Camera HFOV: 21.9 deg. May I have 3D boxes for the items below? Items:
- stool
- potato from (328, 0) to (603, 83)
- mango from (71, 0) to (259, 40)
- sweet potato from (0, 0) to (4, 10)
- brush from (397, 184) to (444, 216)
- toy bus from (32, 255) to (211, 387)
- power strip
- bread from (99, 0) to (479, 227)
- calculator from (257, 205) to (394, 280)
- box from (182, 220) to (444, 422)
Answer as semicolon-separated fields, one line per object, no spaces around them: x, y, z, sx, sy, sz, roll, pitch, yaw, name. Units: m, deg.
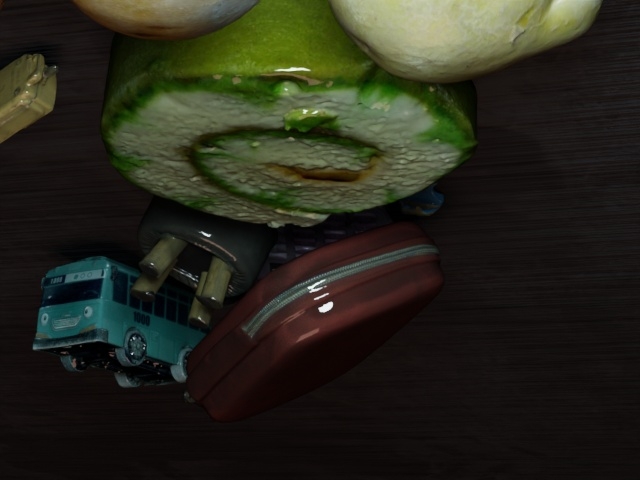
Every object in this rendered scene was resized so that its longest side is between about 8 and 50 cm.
-0.132;0.026;1.958;0.153;0.139;0.228;6;149;34;stool
0.119;-0.205;1.348;0.235;0.160;0.178;-5;-160;-14;potato
-0.105;-0.265;1.145;0.221;0.199;0.384;-33;173;-8;mango
-0.281;-0.271;1.382;0.072;0.066;0.314;1;157;-8;sweet potato
0.123;-0.065;1.893;0.051;0.014;0.164;5;158;-5;brush
-0.265;0.114;2.248;0.128;0.147;0.256;-10;159;31;toy bus
-0.376;-0.110;1.728;0.305;0.064;0.044;-29;136;29;power strip
-0.029;-0.121;1.621;0.366;0.129;0.382;4;159;1;bread
0.000;-0.001;2.052;0.194;0.043;0.294;4;155;4;calculator
-0.012;0.101;1.997;0.263;0.108;0.404;-19;166;-30;box
